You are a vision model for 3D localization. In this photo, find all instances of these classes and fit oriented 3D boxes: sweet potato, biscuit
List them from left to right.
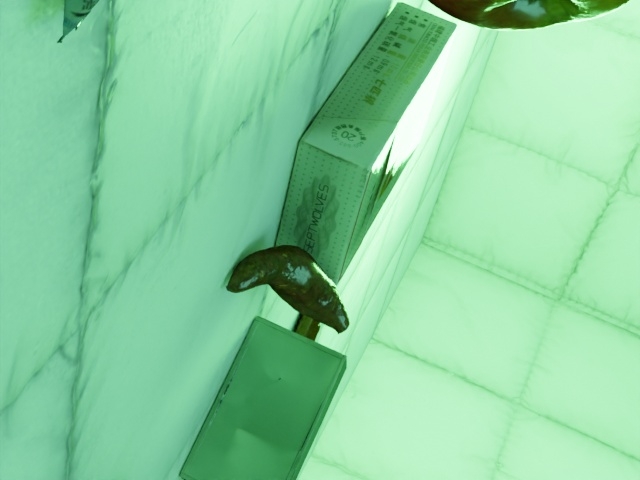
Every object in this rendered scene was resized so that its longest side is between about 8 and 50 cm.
[{"bbox_3d":[-0.033,0.047,1.333,0.255,0.058,0.078,30,70,-60],"label":"sweet potato"},{"bbox_3d":[-0.026,0.155,1.927,0.175,0.026,0.124,104,14,-48],"label":"biscuit"}]

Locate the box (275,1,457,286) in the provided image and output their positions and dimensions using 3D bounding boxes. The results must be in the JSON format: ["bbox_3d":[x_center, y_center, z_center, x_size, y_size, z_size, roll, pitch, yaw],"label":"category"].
[{"bbox_3d":[0.058,-0.124,1.461,0.330,0.095,0.210,-57,167,-44],"label":"box"}]

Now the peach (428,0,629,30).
[{"bbox_3d":[0.199,-0.363,1.080,0.308,0.307,0.333,56,41,-80],"label":"peach"}]

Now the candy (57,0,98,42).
[{"bbox_3d":[-0.100,-0.161,0.552,0.088,0.038,0.136,-77,-170,-48],"label":"candy"}]

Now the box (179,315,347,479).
[{"bbox_3d":[-0.069,0.230,1.490,0.086,0.129,0.225,88,26,-73],"label":"box"}]
